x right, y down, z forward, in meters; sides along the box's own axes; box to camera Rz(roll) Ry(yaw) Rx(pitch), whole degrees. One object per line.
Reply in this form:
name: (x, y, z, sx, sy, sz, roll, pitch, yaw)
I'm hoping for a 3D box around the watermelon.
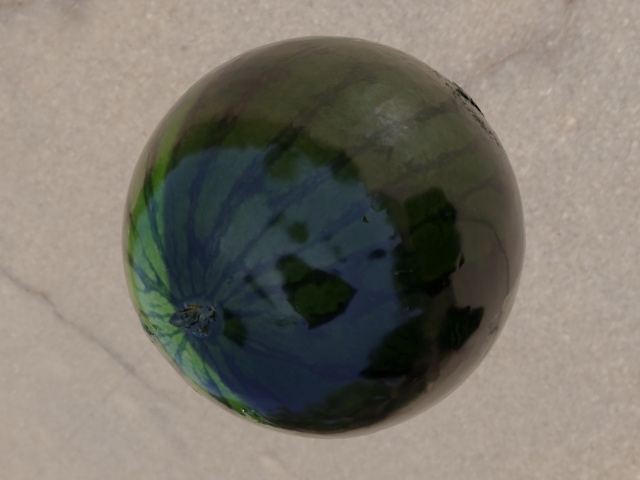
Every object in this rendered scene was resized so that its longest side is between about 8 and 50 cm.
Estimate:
watermelon: (0.003, -0.002, 0.640, 0.242, 0.242, 0.242, 21, 138, 21)
